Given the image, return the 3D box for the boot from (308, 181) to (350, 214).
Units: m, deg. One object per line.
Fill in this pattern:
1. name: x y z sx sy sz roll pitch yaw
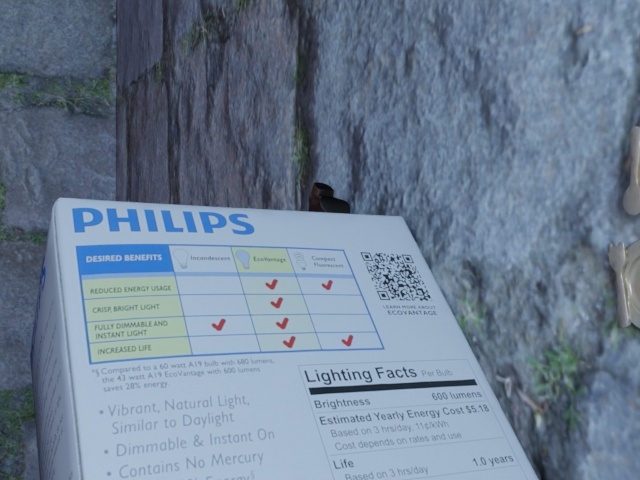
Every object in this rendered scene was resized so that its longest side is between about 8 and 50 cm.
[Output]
1. boot: 0.000 0.000 0.914 0.106 0.037 0.114 -113 35 -63

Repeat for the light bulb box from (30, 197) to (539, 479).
1. light bulb box: -0.051 0.171 0.657 0.225 0.357 0.361 -64 35 39

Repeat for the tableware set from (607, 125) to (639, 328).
1. tableware set: 0.236 -0.001 0.449 0.168 0.020 0.141 17 106 63
